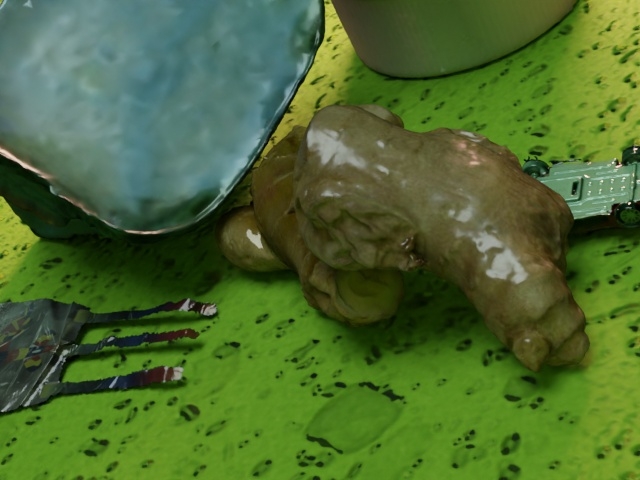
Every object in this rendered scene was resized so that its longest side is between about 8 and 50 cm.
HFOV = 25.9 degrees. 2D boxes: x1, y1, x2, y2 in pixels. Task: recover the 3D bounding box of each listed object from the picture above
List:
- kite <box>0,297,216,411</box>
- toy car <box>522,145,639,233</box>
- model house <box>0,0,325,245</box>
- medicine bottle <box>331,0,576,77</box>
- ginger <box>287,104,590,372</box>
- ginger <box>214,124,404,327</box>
[{"bbox_3d":[-0.190,0.082,1.014,0.245,0.015,0.141,-8,40,27],"label":"kite"},{"bbox_3d":[0.172,-0.027,0.898,0.122,0.035,0.059,-6,44,24],"label":"toy car"},{"bbox_3d":[-0.148,-0.096,1.114,0.226,0.241,0.261,30,67,2],"label":"model house"},{"bbox_3d":[0.066,-0.317,1.100,0.256,0.325,0.256,-17,35,12],"label":"medicine bottle"},{"bbox_3d":[0.085,-0.013,0.849,0.213,0.074,0.137,28,59,19],"label":"ginger"},{"bbox_3d":[0.003,-0.013,0.948,0.115,0.081,0.205,-47,38,-10],"label":"ginger"}]
